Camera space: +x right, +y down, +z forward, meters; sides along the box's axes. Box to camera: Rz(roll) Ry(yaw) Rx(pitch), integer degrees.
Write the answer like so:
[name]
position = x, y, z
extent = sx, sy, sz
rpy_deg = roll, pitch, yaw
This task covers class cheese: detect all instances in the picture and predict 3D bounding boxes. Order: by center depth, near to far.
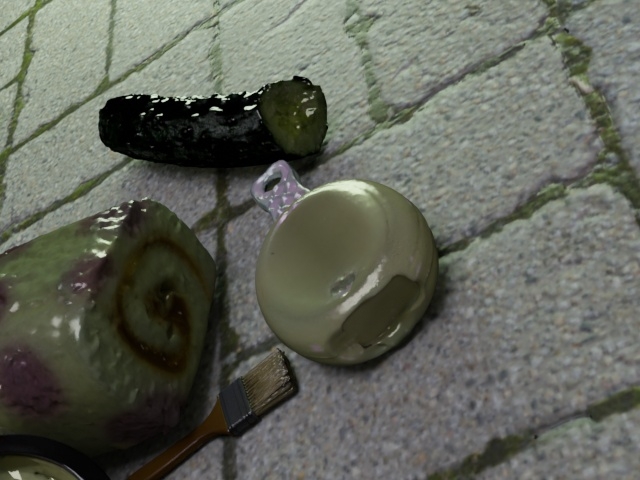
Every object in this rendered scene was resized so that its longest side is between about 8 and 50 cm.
[cheese]
position = 0.000, 0.000, 0.736
extent = 0.137, 0.064, 0.227
rpy_deg = -42, 38, 2

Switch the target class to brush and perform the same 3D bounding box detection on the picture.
[brush]
position = -0.088, 0.143, 0.727
extent = 0.170, 0.014, 0.043
rpy_deg = -38, 38, 10

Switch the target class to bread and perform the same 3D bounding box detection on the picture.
[bread]
position = -0.261, 0.102, 0.802
extent = 0.338, 0.155, 0.187
rpy_deg = -23, 39, 25

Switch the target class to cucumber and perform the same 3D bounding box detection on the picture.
[cucumber]
position = -0.124, -0.106, 0.930
extent = 0.304, 0.072, 0.081
rpy_deg = 2, 60, 43

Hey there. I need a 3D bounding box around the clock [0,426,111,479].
[clock]
position = -0.255, 0.288, 0.586
extent = 0.277, 0.120, 0.378
rpy_deg = 7, 47, -6
